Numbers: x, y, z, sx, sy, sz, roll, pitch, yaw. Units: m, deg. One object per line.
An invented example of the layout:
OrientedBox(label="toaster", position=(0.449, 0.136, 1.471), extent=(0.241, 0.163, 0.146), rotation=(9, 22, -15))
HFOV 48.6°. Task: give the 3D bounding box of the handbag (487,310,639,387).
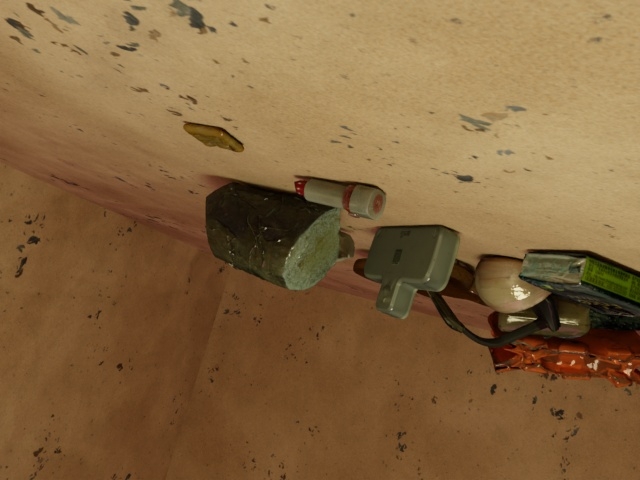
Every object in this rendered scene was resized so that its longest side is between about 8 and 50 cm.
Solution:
OrientedBox(label="handbag", position=(0.658, 0.288, 1.897), extent=(0.409, 0.116, 0.303), rotation=(6, -173, 7))

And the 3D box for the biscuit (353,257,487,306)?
OrientedBox(label="biscuit", position=(0.260, 0.085, 1.909), extent=(0.283, 0.064, 0.431), rotation=(31, 164, -38))

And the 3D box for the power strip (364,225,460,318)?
OrientedBox(label="power strip", position=(0.176, 0.066, 1.485), extent=(0.059, 0.194, 0.265), rotation=(23, 171, -25))

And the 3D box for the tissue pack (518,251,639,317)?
OrientedBox(label="tissue pack", position=(0.519, 0.085, 1.341), extent=(0.235, 0.073, 0.173), rotation=(20, 172, -24))

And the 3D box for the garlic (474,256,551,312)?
OrientedBox(label="garlic", position=(0.411, 0.099, 1.524), extent=(0.128, 0.115, 0.206), rotation=(30, 163, -34))

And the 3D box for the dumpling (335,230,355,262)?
OrientedBox(label="dumpling", position=(0.000, -0.004, 1.745), extent=(0.155, 0.181, 0.111), rotation=(-14, 156, -40))

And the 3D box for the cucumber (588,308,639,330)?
OrientedBox(label="cucumber", position=(0.706, 0.164, 1.591), extent=(0.077, 0.062, 0.211), rotation=(-17, 180, -25))

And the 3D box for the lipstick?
OrientedBox(label="lipstick", position=(0.023, -0.081, 1.285), extent=(0.186, 0.057, 0.063), rotation=(15, 173, 33))

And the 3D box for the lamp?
OrientedBox(label="lamp", position=(0.400, 0.160, 1.682), extent=(0.283, 0.125, 0.203), rotation=(-11, -149, -9))

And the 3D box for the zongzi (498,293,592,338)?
OrientedBox(label="zongzi", position=(0.590, 0.186, 1.842), extent=(0.228, 0.115, 0.256), rotation=(3, -178, 20))

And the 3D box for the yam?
OrientedBox(label="yam", position=(-0.116, -0.014, 1.530), extent=(0.271, 0.201, 0.203), rotation=(28, 140, 31))

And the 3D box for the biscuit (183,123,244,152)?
OrientedBox(label="biscuit", position=(-0.179, -0.172, 1.191), extent=(0.081, 0.018, 0.083), rotation=(14, 171, 23))
